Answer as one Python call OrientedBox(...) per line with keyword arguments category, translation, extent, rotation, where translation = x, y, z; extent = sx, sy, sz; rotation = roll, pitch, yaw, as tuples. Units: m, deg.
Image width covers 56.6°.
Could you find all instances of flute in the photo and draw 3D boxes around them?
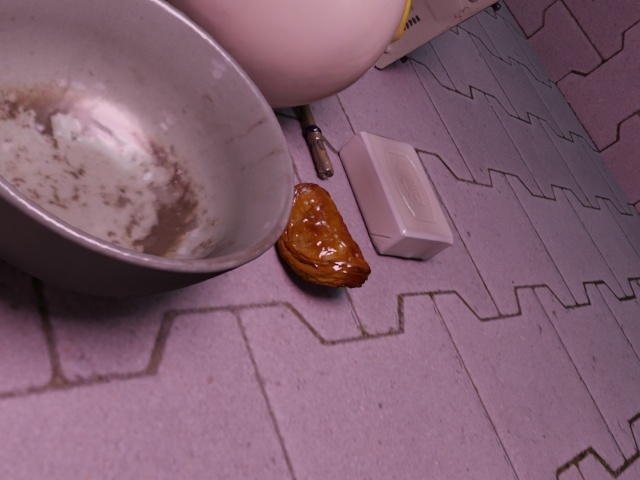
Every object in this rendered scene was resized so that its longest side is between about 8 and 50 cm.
OrientedBox(category="flute", translation=(-0.022, -0.187, 0.855), extent=(0.027, 0.027, 0.232), rotation=(10, 53, -45))

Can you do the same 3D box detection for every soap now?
OrientedBox(category="soap", translation=(0.109, -0.065, 0.866), extent=(0.122, 0.064, 0.183), rotation=(7, 54, -43))

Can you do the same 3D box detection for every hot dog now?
OrientedBox(category="hot dog", translation=(0.000, -0.002, 0.684), extent=(0.099, 0.065, 0.147), rotation=(7, 43, -45))

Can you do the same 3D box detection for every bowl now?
OrientedBox(category="bowl", translation=(-0.175, -0.067, 0.469), extent=(0.289, 0.146, 0.289), rotation=(28, 41, -28))

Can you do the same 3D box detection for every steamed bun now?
OrientedBox(category="steamed bun", translation=(-0.066, -0.339, 0.683), extent=(0.373, 0.334, 0.334), rotation=(60, 34, -5))

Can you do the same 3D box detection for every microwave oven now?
OrientedBox(category="microwave oven", translation=(0.214, -0.565, 1.190), extent=(0.247, 0.333, 0.394), rotation=(49, 34, -25))
